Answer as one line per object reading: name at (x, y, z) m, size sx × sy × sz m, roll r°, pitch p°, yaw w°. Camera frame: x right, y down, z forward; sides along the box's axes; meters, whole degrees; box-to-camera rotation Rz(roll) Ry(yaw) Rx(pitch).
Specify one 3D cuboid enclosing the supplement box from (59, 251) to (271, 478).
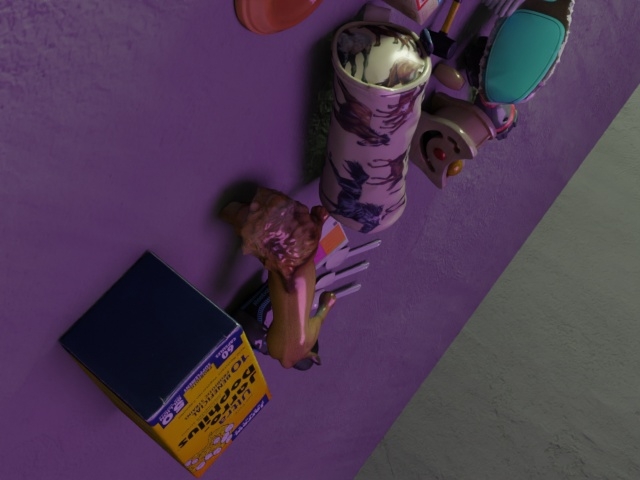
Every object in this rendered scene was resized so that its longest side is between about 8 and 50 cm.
supplement box at (-0.230, 0.208, 1.701) m, size 0.194 × 0.195 × 0.356 m, roll -47°, pitch 159°, yaw -15°

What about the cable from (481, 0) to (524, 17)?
cable at (0.364, -0.504, 1.840) m, size 0.257 × 0.089 × 0.257 m, roll -53°, pitch -178°, yaw -4°

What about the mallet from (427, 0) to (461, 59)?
mallet at (0.245, -0.409, 1.895) m, size 0.189 × 0.062 × 0.039 m, roll -60°, pitch 161°, yaw 18°

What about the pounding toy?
pounding toy at (0.284, -0.230, 2.141) m, size 0.155 × 0.154 × 0.269 m, roll -43°, pitch 158°, yaw -23°

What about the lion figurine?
lion figurine at (-0.051, 0.083, 1.804) m, size 0.240 × 0.142 × 0.392 m, roll -66°, pitch 146°, yaw -67°

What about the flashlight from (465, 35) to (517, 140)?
flashlight at (0.353, -0.305, 2.244) m, size 0.103 × 0.103 × 0.304 m, roll -46°, pitch 160°, yaw -1°

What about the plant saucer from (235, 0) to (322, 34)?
plant saucer at (-0.032, -0.357, 1.424) m, size 0.200 × 0.037 × 0.200 m, roll -44°, pitch 158°, yaw -23°

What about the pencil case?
pencil case at (0.084, -0.183, 1.781) m, size 0.410 × 0.160 × 0.183 m, roll 95°, pitch 11°, yaw -56°

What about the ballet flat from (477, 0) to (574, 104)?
ballet flat at (0.417, -0.442, 2.054) m, size 0.147 × 0.147 × 0.408 m, roll 7°, pitch 107°, yaw -67°

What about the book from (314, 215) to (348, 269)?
book at (0.000, 0.000, 2.088) m, size 0.096 × 0.035 × 0.144 m, roll -46°, pitch 159°, yaw -9°

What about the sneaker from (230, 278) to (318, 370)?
sneaker at (-0.058, 0.162, 2.095) m, size 0.139 × 0.125 × 0.341 m, roll -54°, pitch 160°, yaw 0°

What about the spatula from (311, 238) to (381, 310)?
spatula at (0.046, 0.075, 2.336) m, size 0.242 × 0.019 × 0.168 m, roll -19°, pitch 136°, yaw -58°

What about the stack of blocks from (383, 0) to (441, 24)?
stack of blocks at (0.151, -0.469, 1.557) m, size 0.171 × 0.087 × 0.297 m, roll -50°, pitch 159°, yaw -8°
